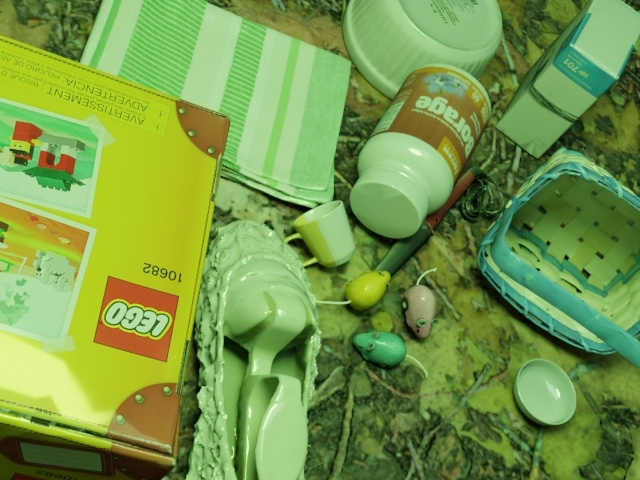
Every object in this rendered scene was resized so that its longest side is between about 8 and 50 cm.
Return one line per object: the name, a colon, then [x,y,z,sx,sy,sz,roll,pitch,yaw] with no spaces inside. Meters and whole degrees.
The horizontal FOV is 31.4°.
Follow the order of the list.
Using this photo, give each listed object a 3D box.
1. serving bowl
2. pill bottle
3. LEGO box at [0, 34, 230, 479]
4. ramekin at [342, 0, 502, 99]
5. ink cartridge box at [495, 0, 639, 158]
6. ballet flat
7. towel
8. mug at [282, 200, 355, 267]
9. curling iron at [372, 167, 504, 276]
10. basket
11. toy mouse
serving bowl: [0.263,0.184,1.357,0.083,0.027,0.083,12,59,-21]
pill bottle: [0.119,-0.108,1.390,0.121,0.121,0.216,35,53,-6]
LEGO box: [-0.362,0.000,1.031,0.500,0.193,0.372,18,56,-18]
ramekin: [0.142,-0.287,1.512,0.207,0.109,0.207,13,57,-21]
ink cartridge box: [0.333,-0.220,1.522,0.082,0.190,0.139,36,52,-3]
ballet flat: [-0.051,0.140,1.154,0.147,0.147,0.408,13,57,-21]
towel: [-0.122,-0.187,1.362,0.325,0.038,0.247,20,55,-16]
mug: [0.003,-0.002,1.313,0.064,0.078,0.062,65,23,-14]
curling iron: [0.139,-0.010,1.398,0.068,0.035,0.274,49,52,5]
basket: [0.318,0.032,1.345,0.255,0.201,0.289,37,22,-4]
toy mouse: [0.092,0.095,1.302,0.161,0.031,0.143,-28,88,-27]
